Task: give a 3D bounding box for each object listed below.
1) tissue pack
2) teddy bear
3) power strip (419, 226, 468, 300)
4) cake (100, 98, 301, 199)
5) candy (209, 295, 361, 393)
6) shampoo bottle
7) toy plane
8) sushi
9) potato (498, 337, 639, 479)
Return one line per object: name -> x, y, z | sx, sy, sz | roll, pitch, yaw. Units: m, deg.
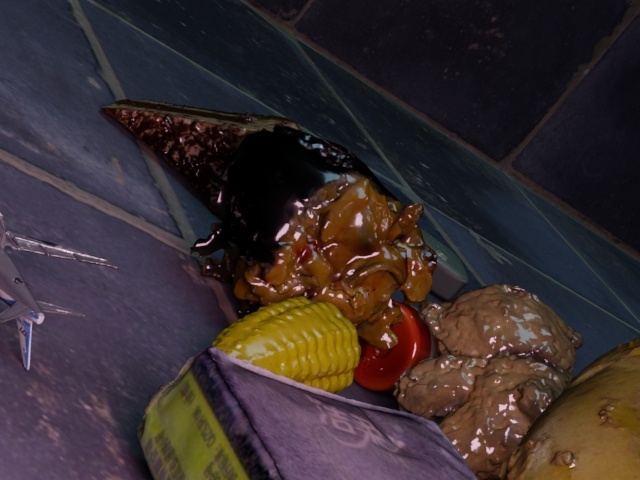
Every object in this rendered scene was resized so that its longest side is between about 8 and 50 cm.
tissue pack -> 0.056, 0.266, 0.956 | 0.288, 0.124, 0.394 | 26, 19, -41
teddy bear -> 0.191, 0.154, 1.400 | 0.267, 0.156, 0.256 | 14, 35, -13
power strip -> 0.112, 0.001, 2.033 | 0.265, 0.059, 0.194 | 35, 14, -15
cake -> -0.138, -0.144, 1.706 | 0.246, 0.135, 0.112 | 40, 14, 10
candy -> -0.044, 0.110, 1.262 | 0.106, 0.094, 0.199 | 49, 23, 16
shampoo bottle -> 0.142, 0.141, 1.588 | 0.278, 0.104, 0.104 | 19, 24, -53
toy plane -> -0.274, 0.007, 1.076 | 0.226, 0.058, 0.226 | -2, 41, -45
sushi -> -0.003, 0.006, 1.421 | 0.204, 0.200, 0.213 | 35, 18, 34
potato -> 0.282, 0.223, 1.172 | 0.269, 0.219, 0.359 | 43, 39, -21
